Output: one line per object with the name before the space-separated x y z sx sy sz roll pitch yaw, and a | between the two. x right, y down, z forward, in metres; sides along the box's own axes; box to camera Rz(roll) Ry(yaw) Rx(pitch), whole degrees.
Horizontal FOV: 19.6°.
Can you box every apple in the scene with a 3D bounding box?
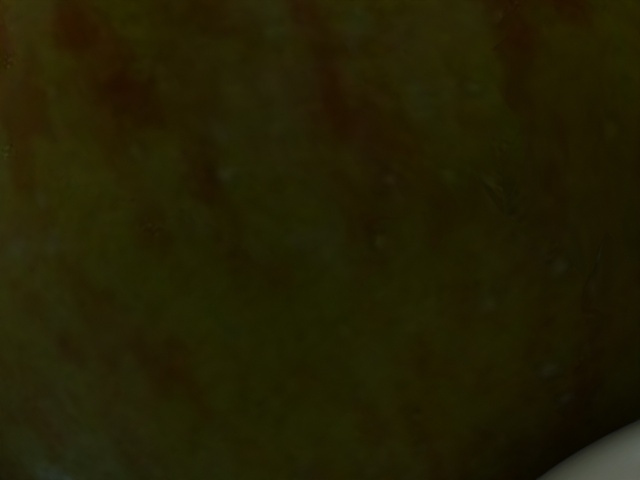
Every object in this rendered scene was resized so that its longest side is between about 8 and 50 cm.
apple | 0.000 0.000 0.738 0.400 0.333 0.400 -16 -32 -10

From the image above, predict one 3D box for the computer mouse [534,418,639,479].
computer mouse | 0.151 0.076 0.538 0.236 0.082 0.145 -16 -4 2
